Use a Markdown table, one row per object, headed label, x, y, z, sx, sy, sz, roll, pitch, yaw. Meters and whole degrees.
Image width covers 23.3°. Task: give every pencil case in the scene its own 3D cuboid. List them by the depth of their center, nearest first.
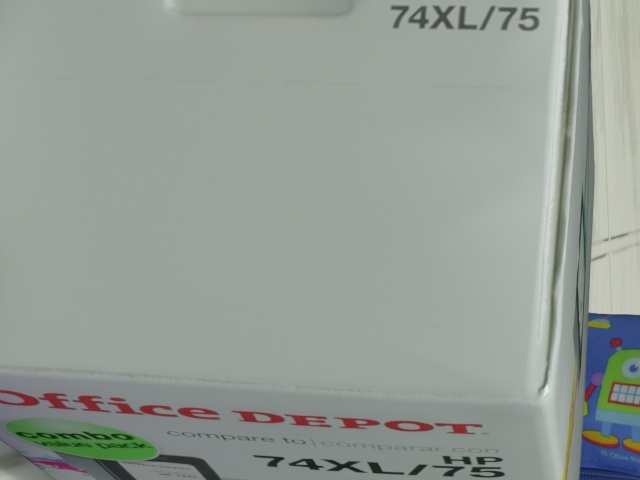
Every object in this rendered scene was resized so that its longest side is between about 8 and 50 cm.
| label | x | y | z | sx | sy | sz | roll | pitch | yaw |
| --- | --- | --- | --- | --- | --- | --- | --- | --- | --- |
| pencil case | 0.188 | 0.112 | 1.042 | 0.119 | 0.306 | 0.133 | 44 | 55 | -49 |

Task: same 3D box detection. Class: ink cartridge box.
| label | x | y | z | sx | sy | sz | roll | pitch | yaw |
| --- | --- | --- | --- | --- | --- | --- | --- | --- | --- |
| ink cartridge box | 0.000 | 0.000 | 0.585 | 0.270 | 0.198 | 0.197 | 65 | 30 | -65 |
